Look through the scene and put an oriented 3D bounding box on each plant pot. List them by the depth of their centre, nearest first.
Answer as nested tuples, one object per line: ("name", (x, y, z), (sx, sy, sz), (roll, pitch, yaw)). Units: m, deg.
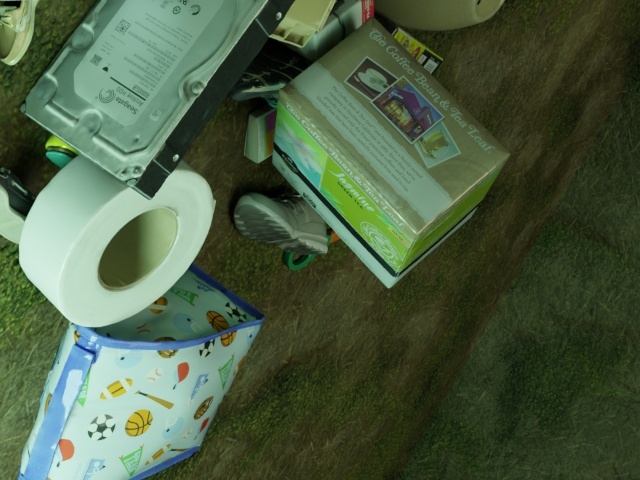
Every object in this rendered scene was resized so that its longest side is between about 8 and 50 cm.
("plant pot", (0.247, -0.503, 2.076), (0.284, 0.191, 0.284), (-41, 150, -29))

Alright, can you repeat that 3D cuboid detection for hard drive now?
("hard drive", (-0.222, -0.252, 1.504), (0.339, 0.237, 0.064), (-54, 153, -3))

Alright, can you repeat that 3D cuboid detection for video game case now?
("video game case", (0.107, -0.287, 2.213), (0.275, 0.035, 0.248), (-52, 155, 12))

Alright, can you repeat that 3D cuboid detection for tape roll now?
("tape roll", (-0.293, -0.013, 1.635), (0.286, 0.100, 0.286), (-37, 151, -25))

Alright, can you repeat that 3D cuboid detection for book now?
("book", (-0.075, -0.213, 2.029), (0.144, 0.035, 0.096), (-35, 145, -39))

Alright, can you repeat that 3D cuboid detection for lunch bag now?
("lunch bag", (-0.325, 0.231, 1.875), (0.385, 0.239, 0.327), (-20, 138, -61))

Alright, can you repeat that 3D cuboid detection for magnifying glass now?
("magnifying glass", (0.000, 0.000, 2.409), (0.231, 0.026, 0.092), (-22, 137, -46))

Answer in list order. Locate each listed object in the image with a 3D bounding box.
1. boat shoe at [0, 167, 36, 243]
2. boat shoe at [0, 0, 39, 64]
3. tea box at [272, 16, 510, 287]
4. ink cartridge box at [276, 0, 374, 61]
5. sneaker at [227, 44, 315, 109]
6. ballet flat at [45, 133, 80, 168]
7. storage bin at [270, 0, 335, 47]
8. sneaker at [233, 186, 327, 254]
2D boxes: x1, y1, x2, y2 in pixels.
("boat shoe", (-0.448, -0.066, 1.549), (0.206, 0.075, 0.065), (56, 27, -56))
("boat shoe", (-0.385, -0.288, 1.402), (0.045, 0.050, 0.135), (3, 107, -57))
("tea box", (0.105, -0.140, 1.911), (0.220, 0.329, 0.323), (-40, 168, -16))
("ink cartridge box", (0.002, -0.381, 1.883), (0.150, 0.109, 0.063), (-41, 151, -29))
("sneaker", (-0.062, -0.265, 1.910), (0.283, 0.110, 0.122), (-26, 144, -46))
("ballet flat", (-0.334, -0.108, 1.668), (0.231, 0.077, 0.077), (61, 38, -60))
("storage bin", (-0.066, -0.447, 1.683), (0.262, 0.123, 0.260), (3, 118, -61))
("sneaker", (-0.079, -0.053, 2.167), (0.281, 0.105, 0.115), (29, 60, -60))
